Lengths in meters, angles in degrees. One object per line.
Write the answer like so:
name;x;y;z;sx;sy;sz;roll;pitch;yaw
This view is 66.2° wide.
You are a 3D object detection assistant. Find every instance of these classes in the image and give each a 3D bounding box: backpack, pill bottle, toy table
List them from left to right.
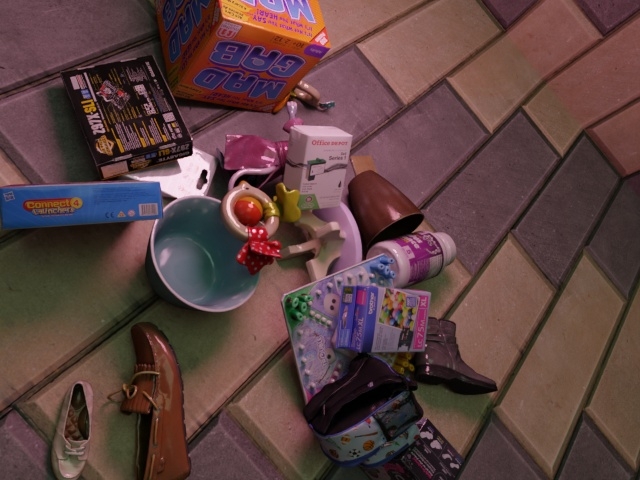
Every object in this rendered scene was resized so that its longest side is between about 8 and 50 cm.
toy table;0.000;0.000;1.473;0.161;0.252;0.274;-2;59;-47
backpack;0.102;0.444;1.256;0.264;0.276;0.213;-24;98;-16
pill bottle;0.312;0.058;1.638;0.302;0.169;0.169;-14;77;-37

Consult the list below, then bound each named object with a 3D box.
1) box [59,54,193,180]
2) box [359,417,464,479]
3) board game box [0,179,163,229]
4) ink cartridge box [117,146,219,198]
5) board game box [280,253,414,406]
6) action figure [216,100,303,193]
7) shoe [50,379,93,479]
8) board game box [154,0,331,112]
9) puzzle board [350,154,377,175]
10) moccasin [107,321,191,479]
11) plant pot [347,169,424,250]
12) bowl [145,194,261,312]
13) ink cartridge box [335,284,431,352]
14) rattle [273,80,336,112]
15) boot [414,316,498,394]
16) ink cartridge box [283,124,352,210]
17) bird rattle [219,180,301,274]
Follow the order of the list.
box;-0.529;-0.347;1.350;0.257;0.079;0.321;-22;72;-21
box;0.228;0.592;1.330;0.163;0.247;0.142;48;55;-4
board game box;-0.551;-0.092;1.139;0.309;0.302;0.086;-6;100;-28
ink cartridge box;-0.434;-0.206;1.418;0.232;0.066;0.188;27;59;-26
board game box;0.098;0.278;1.419;0.390;0.050;0.389;-20;104;-33
action figure;-0.114;-0.254;1.454;0.371;0.275;0.247;-15;117;-4
shoe;-0.549;0.421;1.088;0.077;0.058;0.218;7;67;-26
board game box;-0.246;-0.658;1.486;0.357;0.357;0.356;-2;71;-39
puzzle board;0.164;-0.249;1.784;0.097;0.011;0.128;-9;75;-32
moccasin;-0.406;0.381;1.148;0.147;0.139;0.379;-2;80;-39
plant pot;0.194;-0.116;1.647;0.216;0.215;0.230;-15;65;-33
bowl;-0.324;0.055;1.278;0.312;0.163;0.311;21;56;-35
ink cartridge box;0.187;0.227;1.412;0.311;0.065;0.185;9;87;-34
rattle;-0.050;-0.469;1.724;0.200;0.130;0.142;31;66;-46
boot;0.450;0.377;1.629;0.338;0.118;0.222;24;52;-26
ink cartridge box;-0.012;-0.205;1.387;0.160;0.219;0.093;-9;30;-36
bird rattle;-0.175;-0.047;1.303;0.207;0.143;0.253;36;59;-10
